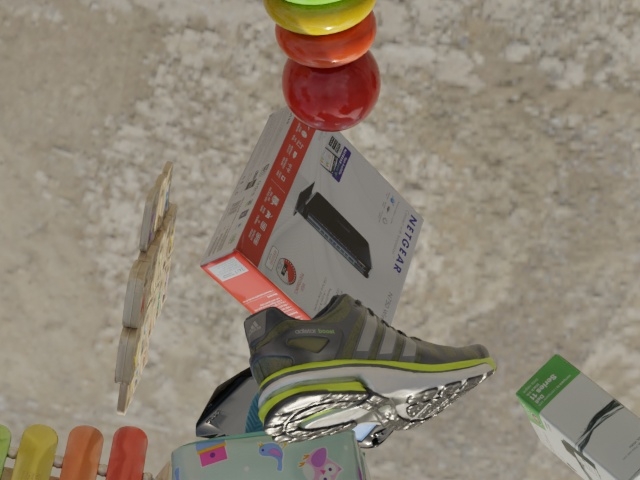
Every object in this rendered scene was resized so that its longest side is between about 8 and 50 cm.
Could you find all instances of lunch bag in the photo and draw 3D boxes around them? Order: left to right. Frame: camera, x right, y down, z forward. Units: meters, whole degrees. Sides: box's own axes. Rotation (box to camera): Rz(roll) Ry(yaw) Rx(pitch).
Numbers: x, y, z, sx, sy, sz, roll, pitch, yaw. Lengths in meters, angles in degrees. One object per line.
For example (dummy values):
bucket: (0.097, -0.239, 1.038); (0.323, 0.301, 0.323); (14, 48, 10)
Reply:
lunch bag: (-0.053, 0.296, 1.343); (0.224, 0.107, 0.279); (-8, 153, 3)

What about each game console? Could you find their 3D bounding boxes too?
game console: (-0.018, 0.287, 2.020); (0.361, 0.044, 0.213); (14, 137, -31)

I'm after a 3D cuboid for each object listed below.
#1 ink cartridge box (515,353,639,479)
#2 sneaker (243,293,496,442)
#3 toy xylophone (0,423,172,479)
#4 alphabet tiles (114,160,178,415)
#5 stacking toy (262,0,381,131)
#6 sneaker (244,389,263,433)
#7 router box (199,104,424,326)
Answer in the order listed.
ink cartridge box: (0.377, 0.271, 1.619); (0.087, 0.208, 0.153); (-42, 137, -8)
sneaker: (0.053, 0.109, 1.146); (0.300, 0.121, 0.111); (5, 144, -45)
toy xylophone: (-0.315, 0.300, 1.310); (0.323, 0.236, 0.081); (8, 129, -15)
alphabet tiles: (-0.204, 0.056, 1.443); (0.021, 0.284, 0.277); (10, 108, -2)
stacking toy: (-0.001, -0.230, 0.999); (0.141, 0.141, 0.330); (3, 137, 9)
sneaker: (-0.060, 0.262, 1.614); (0.087, 0.092, 0.228); (21, 99, 4)
router box: (0.000, 0.000, 1.817); (0.082, 0.335, 0.301); (-24, 123, 39)
